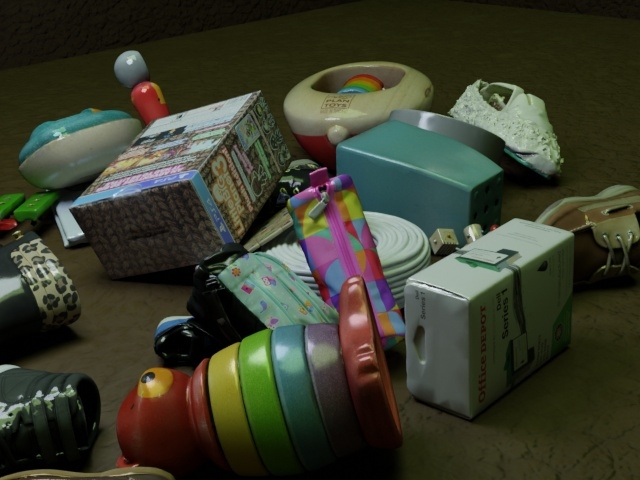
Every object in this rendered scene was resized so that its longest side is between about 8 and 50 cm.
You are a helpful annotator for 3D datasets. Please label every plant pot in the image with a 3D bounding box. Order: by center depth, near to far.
[{"bbox_3d":[0.169,-0.078,1.504,0.234,0.165,0.166,18,32,34],"label":"plant pot"}]

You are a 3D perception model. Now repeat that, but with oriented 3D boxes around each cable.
[{"bbox_3d":[0.032,0.033,1.344,0.257,0.089,0.257,-20,27,-32],"label":"cable"}]

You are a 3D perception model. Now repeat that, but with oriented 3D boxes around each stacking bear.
[{"bbox_3d":[-0.072,0.170,0.961,0.289,0.164,0.175,-14,33,5],"label":"stacking bear"}]

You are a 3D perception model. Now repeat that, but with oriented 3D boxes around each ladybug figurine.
[{"bbox_3d":[0.082,-0.258,1.931,0.305,0.162,0.449,4,24,17],"label":"ladybug figurine"}]

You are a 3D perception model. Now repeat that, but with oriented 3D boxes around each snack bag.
[{"bbox_3d":[-0.338,-0.086,1.765,0.342,0.037,0.323,-13,25,-19],"label":"snack bag"}]

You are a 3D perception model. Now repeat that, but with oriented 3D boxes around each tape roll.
[{"bbox_3d":[0.222,-0.171,1.685,0.219,0.072,0.219,17,-1,0],"label":"tape roll"}]

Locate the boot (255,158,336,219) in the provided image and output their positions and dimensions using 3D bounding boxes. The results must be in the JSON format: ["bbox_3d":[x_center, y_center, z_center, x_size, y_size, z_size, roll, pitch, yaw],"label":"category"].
[{"bbox_3d":[-0.045,-0.071,1.618,0.236,0.085,0.178,-23,32,-35],"label":"boot"}]

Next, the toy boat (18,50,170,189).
[{"bbox_3d":[-0.405,-0.218,1.718,0.318,0.148,0.267,-28,-2,34],"label":"toy boat"}]

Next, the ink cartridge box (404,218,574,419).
[{"bbox_3d":[0.204,0.088,1.095,0.092,0.160,0.219,17,32,41],"label":"ink cartridge box"}]

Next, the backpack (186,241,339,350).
[{"bbox_3d":[-0.065,0.095,1.105,0.182,0.152,0.115,40,64,11],"label":"backpack"}]

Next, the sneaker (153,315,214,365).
[{"bbox_3d":[-0.143,0.121,1.205,0.152,0.058,0.084,-9,17,0],"label":"sneaker"}]

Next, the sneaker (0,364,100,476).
[{"bbox_3d":[-0.334,0.212,0.966,0.147,0.104,0.296,-3,18,16],"label":"sneaker"}]

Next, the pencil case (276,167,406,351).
[{"bbox_3d":[0.031,0.032,1.167,0.104,0.236,0.104,-21,-8,-3],"label":"pencil case"}]

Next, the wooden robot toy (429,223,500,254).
[{"bbox_3d":[0.242,0.028,1.335,0.173,0.076,0.079,16,46,-37],"label":"wooden robot toy"}]

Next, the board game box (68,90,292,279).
[{"bbox_3d":[-0.213,-0.092,1.484,0.232,0.141,0.291,-10,30,28],"label":"board game box"}]

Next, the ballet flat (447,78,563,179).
[{"bbox_3d":[0.371,-0.243,1.838,0.147,0.147,0.409,-10,23,-12],"label":"ballet flat"}]

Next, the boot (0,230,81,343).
[{"bbox_3d":[-0.537,0.070,1.299,0.284,0.138,0.377,-22,32,-33],"label":"boot"}]

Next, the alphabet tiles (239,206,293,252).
[{"bbox_3d":[-0.051,-0.037,1.430,0.198,0.009,0.237,-34,8,-3],"label":"alphabet tiles"}]

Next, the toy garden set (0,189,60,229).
[{"bbox_3d":[-0.611,-0.024,1.640,0.244,0.049,0.204,-5,21,9],"label":"toy garden set"}]

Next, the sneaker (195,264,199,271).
[{"bbox_3d":[-0.122,0.065,1.331,0.075,0.063,0.170,-21,22,-21],"label":"sneaker"}]

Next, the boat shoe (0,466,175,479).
[{"bbox_3d":[-0.238,0.260,0.878,0.207,0.073,0.073,-7,21,-6],"label":"boat shoe"}]

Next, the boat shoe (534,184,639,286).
[{"bbox_3d":[0.407,-0.002,1.327,0.324,0.123,0.116,-25,32,-36],"label":"boat shoe"}]
